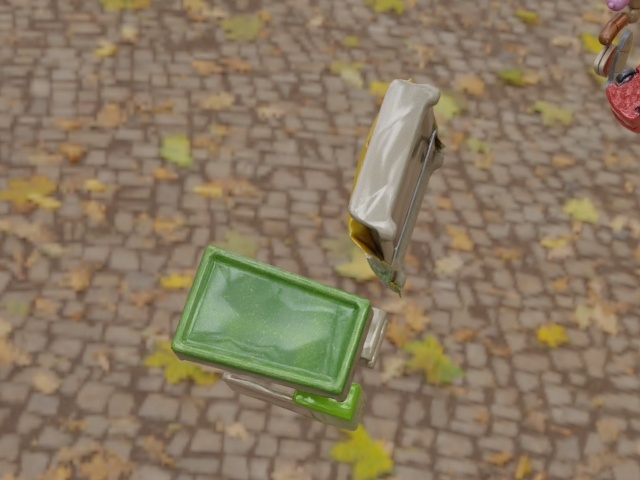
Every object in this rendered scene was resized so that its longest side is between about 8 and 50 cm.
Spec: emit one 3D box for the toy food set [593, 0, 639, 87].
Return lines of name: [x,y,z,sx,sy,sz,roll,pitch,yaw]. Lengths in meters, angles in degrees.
toy food set: [0.291,-0.212,1.323,0.019,0.122,0.078,25,9,28]

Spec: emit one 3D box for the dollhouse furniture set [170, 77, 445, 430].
dollhouse furniture set: [0.000,0.000,1.234,0.151,0.197,0.301,16,76,11]

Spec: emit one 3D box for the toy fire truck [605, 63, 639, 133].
toy fire truck: [0.364,-0.160,1.275,0.192,0.135,0.047,-35,68,8]
